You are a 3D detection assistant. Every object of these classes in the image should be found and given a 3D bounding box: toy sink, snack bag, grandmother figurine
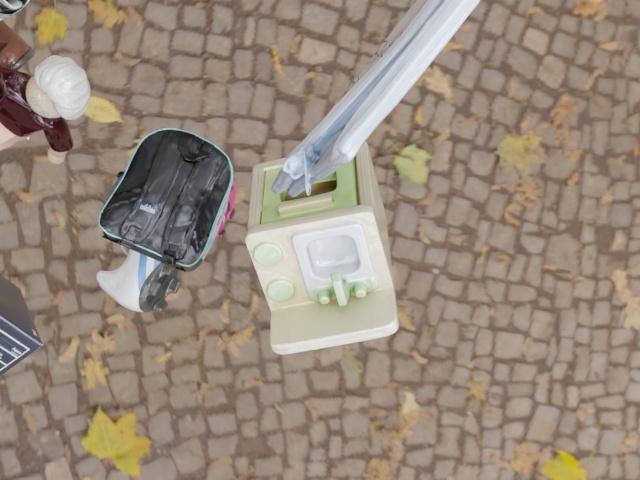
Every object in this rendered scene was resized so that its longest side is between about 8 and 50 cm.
[{"bbox_3d":[0.000,0.000,1.074,0.152,0.234,0.131,-11,126,9],"label":"toy sink"},{"bbox_3d":[0.075,-0.173,0.794,0.037,0.342,0.323,39,85,-6],"label":"snack bag"},{"bbox_3d":[-0.453,-0.187,1.332,0.208,0.342,0.104,37,55,-36],"label":"grandmother figurine"}]

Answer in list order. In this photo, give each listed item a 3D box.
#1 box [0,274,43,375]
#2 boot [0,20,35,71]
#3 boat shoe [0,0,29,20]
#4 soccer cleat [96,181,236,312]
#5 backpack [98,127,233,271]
[{"bbox_3d":[-0.737,0.161,1.670,0.294,0.183,0.296,-35,142,-1],"label":"box"},{"bbox_3d":[-0.580,-0.381,1.398,0.096,0.264,0.280,-39,128,2],"label":"boot"},{"bbox_3d":[-0.268,-0.217,0.720,0.219,0.077,0.070,-18,72,26],"label":"boat shoe"},{"bbox_3d":[-0.280,-0.014,1.650,0.143,0.116,0.331,21,53,18],"label":"soccer cleat"},{"bbox_3d":[-0.217,-0.064,1.318,0.165,0.144,0.188,22,86,-3],"label":"backpack"}]
